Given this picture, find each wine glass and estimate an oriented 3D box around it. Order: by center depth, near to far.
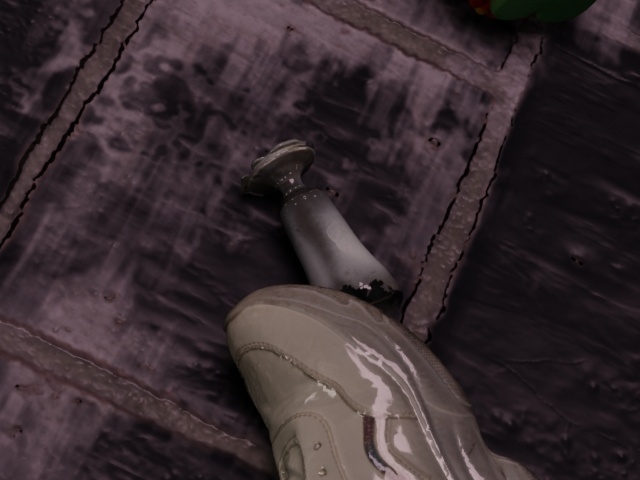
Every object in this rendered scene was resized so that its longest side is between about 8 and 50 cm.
[{"bbox_3d":[0.000,0.000,1.509,0.072,0.072,0.155,-19,66,-29],"label":"wine glass"}]

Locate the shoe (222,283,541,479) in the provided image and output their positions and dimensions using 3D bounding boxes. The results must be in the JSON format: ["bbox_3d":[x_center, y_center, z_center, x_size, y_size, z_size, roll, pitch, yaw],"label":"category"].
[{"bbox_3d":[0.026,0.191,1.358,0.342,0.132,0.210,47,53,8],"label":"shoe"}]

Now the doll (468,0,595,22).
[{"bbox_3d":[0.166,-0.375,1.735,0.182,0.160,0.363,-4,79,-23],"label":"doll"}]
